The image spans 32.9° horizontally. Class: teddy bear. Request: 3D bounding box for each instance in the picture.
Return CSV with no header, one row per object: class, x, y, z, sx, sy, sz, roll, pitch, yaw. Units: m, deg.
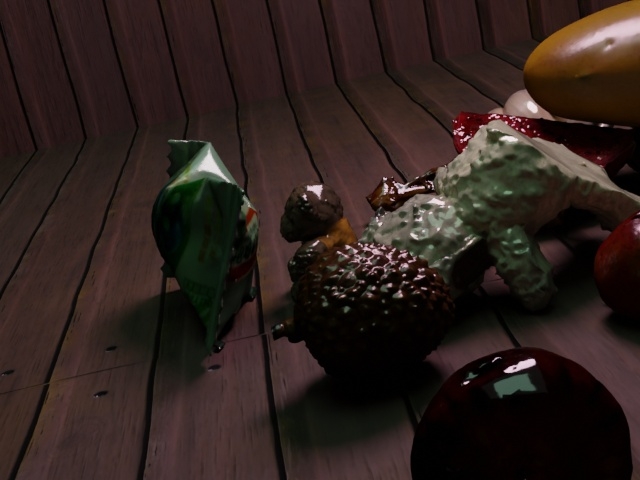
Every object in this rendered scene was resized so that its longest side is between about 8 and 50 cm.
teddy bear,0.000,0.000,1.704,0.140,0.190,0.177,-18,12,4
teddy bear,0.244,0.011,1.613,0.375,0.362,0.327,19,20,-38

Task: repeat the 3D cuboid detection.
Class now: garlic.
garlic,0.447,-0.227,2.110,0.281,0.185,0.203,-15,34,-9

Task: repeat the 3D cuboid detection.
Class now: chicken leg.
chicken leg,0.233,-0.111,2.026,0.304,0.113,0.093,-15,-4,0

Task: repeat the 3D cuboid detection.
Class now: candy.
candy,-0.176,0.002,1.697,0.171,0.263,0.398,-2,16,-10

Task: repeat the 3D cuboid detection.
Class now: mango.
mango,0.569,-0.302,1.835,0.445,0.232,0.300,-8,20,11

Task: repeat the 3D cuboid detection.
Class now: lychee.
lychee,0.053,0.093,1.389,0.238,0.200,0.200,-10,18,5

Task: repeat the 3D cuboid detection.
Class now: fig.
fig,0.184,0.186,1.044,0.203,0.186,0.249,-29,9,7

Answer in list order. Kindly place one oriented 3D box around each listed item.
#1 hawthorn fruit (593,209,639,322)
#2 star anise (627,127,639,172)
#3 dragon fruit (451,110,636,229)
hawthorn fruit,0.424,0.040,1.415,0.148,0.148,0.172,-29,-3,-42
star anise,0.673,-0.181,1.935,0.315,0.108,0.315,-12,26,6
dragon fruit,0.363,-0.096,1.860,0.316,0.152,0.205,11,44,21
